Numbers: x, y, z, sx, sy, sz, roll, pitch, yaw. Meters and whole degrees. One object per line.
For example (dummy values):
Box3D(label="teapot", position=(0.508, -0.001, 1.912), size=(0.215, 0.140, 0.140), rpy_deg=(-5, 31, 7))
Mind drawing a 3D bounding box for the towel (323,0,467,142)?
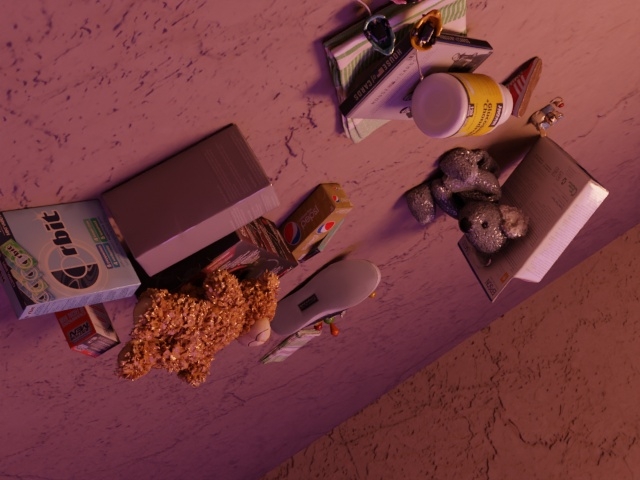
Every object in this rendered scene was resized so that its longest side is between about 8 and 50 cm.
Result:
Box3D(label="towel", position=(0.132, -0.284, 1.571), size=(0.248, 0.038, 0.325), rpy_deg=(-31, 160, -2))

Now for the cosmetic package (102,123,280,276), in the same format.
Box3D(label="cosmetic package", position=(-0.197, -0.061, 1.509), size=(0.238, 0.127, 0.107), rpy_deg=(-28, 161, -2))

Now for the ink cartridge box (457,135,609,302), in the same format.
Box3D(label="ink cartridge box", position=(0.458, -0.045, 2.168), size=(0.330, 0.071, 0.324), rpy_deg=(-55, -162, 17))

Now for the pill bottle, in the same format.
Box3D(label="pill bottle", position=(0.236, -0.220, 1.596), size=(0.184, 0.103, 0.103), rpy_deg=(-11, 153, -50))

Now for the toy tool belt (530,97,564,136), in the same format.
Box3D(label="toy tool belt", position=(0.500, -0.264, 2.121), size=(0.083, 0.051, 0.052), rpy_deg=(-36, 160, 12))

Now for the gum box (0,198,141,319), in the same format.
Box3D(label="gum box", position=(-0.374, 0.023, 1.410), size=(0.184, 0.157, 0.041), rpy_deg=(-11, 153, -44))

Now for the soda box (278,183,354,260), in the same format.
Box3D(label="soda box", position=(-0.019, -0.034, 1.918), size=(0.058, 0.061, 0.181), rpy_deg=(-5, 149, -49))

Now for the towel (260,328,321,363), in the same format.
Box3D(label="towel", position=(-0.078, 0.290, 2.670), size=(0.152, 0.023, 0.113), rpy_deg=(-40, 158, 24))

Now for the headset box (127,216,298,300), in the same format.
Box3D(label="headset box", position=(-0.200, 0.038, 1.761), size=(0.218, 0.110, 0.293), rpy_deg=(-35, 160, 12))

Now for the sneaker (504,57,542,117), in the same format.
Box3D(label="sneaker", position=(0.378, -0.302, 1.890), size=(0.042, 0.067, 0.118), rpy_deg=(5, 110, -55))

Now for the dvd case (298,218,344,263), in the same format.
Box3D(label="dvd case", position=(0.000, 0.000, 1.994), size=(0.087, 0.013, 0.119), rpy_deg=(-54, -172, -23))

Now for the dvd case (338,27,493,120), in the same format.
Box3D(label="dvd case", position=(0.157, -0.260, 1.575), size=(0.179, 0.029, 0.239), rpy_deg=(-44, 158, 31))

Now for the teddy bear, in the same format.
Box3D(label="teddy bear", position=(-0.194, 0.147, 1.644), size=(0.338, 0.113, 0.245), rpy_deg=(15, 107, -57))

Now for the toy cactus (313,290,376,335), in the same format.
Box3D(label="toy cactus", position=(0.058, 0.156, 2.455), size=(0.219, 0.112, 0.180), rpy_deg=(-44, 168, 11))

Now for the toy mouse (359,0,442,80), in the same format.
Box3D(label="toy mouse", position=(0.105, -0.324, 1.392), size=(0.143, 0.031, 0.161), rpy_deg=(13, 113, -18))

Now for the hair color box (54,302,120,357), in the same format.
Box3D(label="hair color box", position=(-0.386, 0.096, 1.550), size=(0.053, 0.167, 0.093), rpy_deg=(-32, 160, 2))

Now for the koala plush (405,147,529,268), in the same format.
Box3D(label="koala plush", position=(0.342, -0.065, 2.124), size=(0.203, 0.221, 0.196), rpy_deg=(-10, 151, -45))

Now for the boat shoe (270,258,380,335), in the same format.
Box3D(label="boat shoe", position=(0.022, 0.135, 2.315), size=(0.306, 0.113, 0.105), rpy_deg=(-36, 166, 23))
